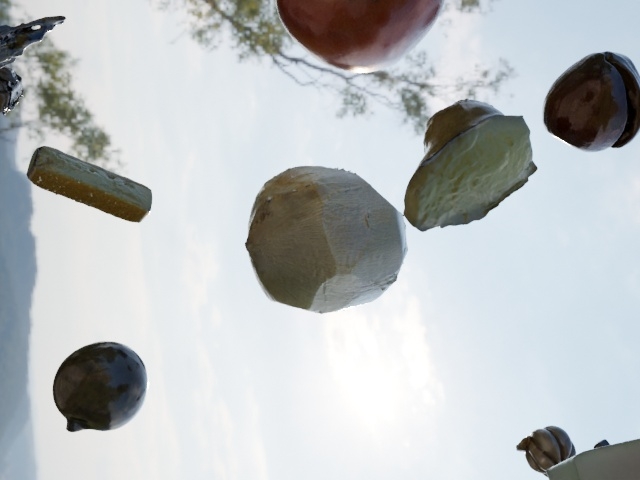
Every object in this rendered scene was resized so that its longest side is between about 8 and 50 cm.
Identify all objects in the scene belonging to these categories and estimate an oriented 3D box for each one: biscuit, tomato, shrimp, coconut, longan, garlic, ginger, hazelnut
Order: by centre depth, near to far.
[{"bbox_3d":[-0.250,0.168,0.916,0.092,0.113,0.113,13,-73,47],"label":"longan"},{"bbox_3d":[0.154,-0.098,0.982,0.123,0.193,0.115,37,-28,42],"label":"ginger"},{"bbox_3d":[-0.429,-0.220,1.007,0.117,0.262,0.066,38,-35,48],"label":"shrimp"},{"bbox_3d":[0.062,-0.378,1.208,0.224,0.256,0.255,26,51,-67],"label":"tomato"},{"bbox_3d":[-0.351,-0.087,1.240,0.052,0.188,0.056,-42,-145,39],"label":"biscuit"},{"bbox_3d":[0.590,-0.299,1.719,0.217,0.252,0.217,25,-55,41],"label":"hazelnut"},{"bbox_3d":[0.000,0.000,1.810,0.346,0.360,0.346,14,-72,47],"label":"coconut"},{"bbox_3d":[0.582,0.542,1.999,0.127,0.131,0.194,-48,-151,12],"label":"garlic"}]

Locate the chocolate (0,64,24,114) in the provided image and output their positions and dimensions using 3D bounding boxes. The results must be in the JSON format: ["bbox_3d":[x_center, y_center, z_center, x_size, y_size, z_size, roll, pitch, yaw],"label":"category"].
[{"bbox_3d":[-0.592,-0.283,1.167,0.065,0.329,0.102,-59,-161,20],"label":"chocolate"}]

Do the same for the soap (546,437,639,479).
[{"bbox_3d":[0.363,0.198,0.604,0.208,0.347,0.114,110,-25,-61],"label":"soap"}]

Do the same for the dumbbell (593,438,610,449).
[{"bbox_3d":[0.647,0.485,1.804,0.040,0.036,0.083,-50,-121,28],"label":"dumbbell"}]
